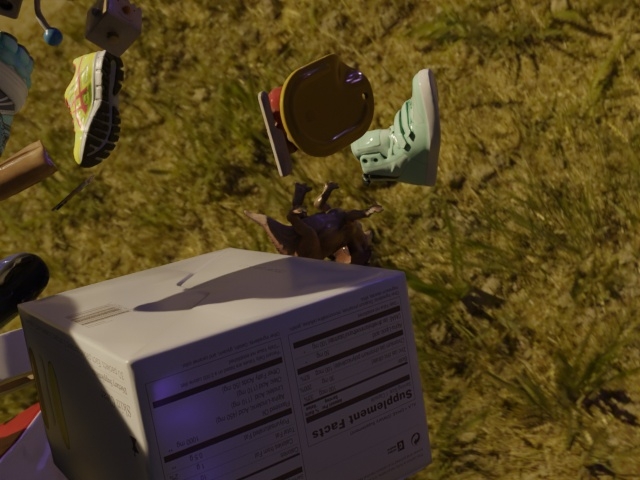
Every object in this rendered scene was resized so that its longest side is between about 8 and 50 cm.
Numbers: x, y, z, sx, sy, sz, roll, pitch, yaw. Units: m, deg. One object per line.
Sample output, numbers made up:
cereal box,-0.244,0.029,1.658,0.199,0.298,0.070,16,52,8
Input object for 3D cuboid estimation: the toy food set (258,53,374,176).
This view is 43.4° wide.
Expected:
toy food set,-0.020,-0.179,1.135,0.071,0.217,0.128,-5,111,49

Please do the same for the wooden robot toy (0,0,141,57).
wooden robot toy,-0.195,-0.186,0.513,0.076,0.173,0.079,-50,36,42

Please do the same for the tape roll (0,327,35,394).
tape roll,-0.715,0.284,1.825,0.286,0.286,0.100,-26,81,16

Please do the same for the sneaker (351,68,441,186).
sneaker,0.124,-0.179,1.350,0.150,0.256,0.094,1,54,5

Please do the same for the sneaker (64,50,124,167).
sneaker,-0.406,-0.230,1.409,0.094,0.081,0.209,6,84,22

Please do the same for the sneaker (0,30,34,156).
sneaker,-0.314,-0.105,0.474,0.110,0.282,0.122,-11,69,50

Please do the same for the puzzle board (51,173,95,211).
puzzle board,-0.545,-0.105,1.782,0.096,0.128,0.011,-40,103,3

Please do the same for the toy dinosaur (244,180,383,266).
toy dinosaur,0.000,0.000,1.575,0.127,0.295,0.201,-123,36,-50

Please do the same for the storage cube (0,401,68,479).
storage cube,-0.418,0.371,1.129,0.193,0.184,0.215,-30,105,30

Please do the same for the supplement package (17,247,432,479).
supplement package,-0.084,0.105,0.605,0.261,0.203,0.145,5,107,57

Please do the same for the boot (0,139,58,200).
boot,-0.656,-0.096,1.603,0.269,0.089,0.236,-30,35,-13

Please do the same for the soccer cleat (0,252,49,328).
soccer cleat,-0.538,0.124,1.226,0.121,0.093,0.289,-15,24,51
